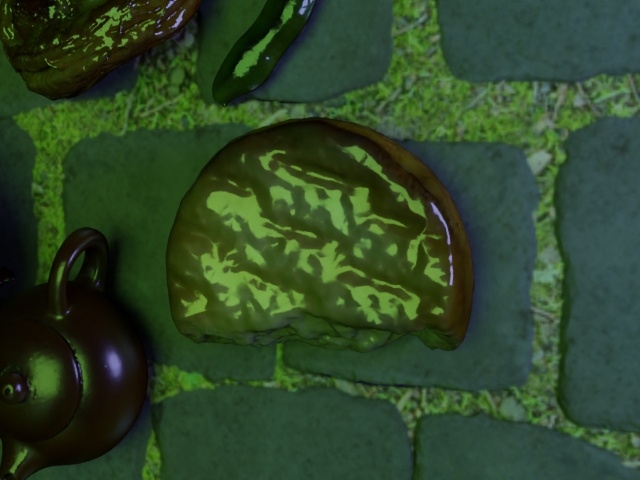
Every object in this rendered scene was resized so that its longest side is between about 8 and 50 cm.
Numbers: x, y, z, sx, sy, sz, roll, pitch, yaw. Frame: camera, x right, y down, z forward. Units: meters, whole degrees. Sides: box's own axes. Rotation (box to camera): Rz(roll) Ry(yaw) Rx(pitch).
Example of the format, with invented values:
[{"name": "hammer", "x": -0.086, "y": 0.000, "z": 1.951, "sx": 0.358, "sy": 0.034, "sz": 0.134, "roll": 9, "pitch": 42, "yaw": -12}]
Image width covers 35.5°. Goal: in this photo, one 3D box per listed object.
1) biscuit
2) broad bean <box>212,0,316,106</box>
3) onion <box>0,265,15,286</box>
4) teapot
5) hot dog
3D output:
[{"name": "biscuit", "x": 0.001, "y": 0.000, "z": 0.872, "sx": 0.274, "sy": 0.091, "sz": 0.213, "roll": 6, "pitch": 98, "yaw": 21}, {"name": "broad bean", "x": -0.035, "y": -0.221, "z": 0.901, "sx": 0.069, "sy": 0.039, "sz": 0.227, "roll": 24, "pitch": 100, "yaw": 11}, {"name": "onion", "x": -0.440, "y": 0.017, "z": 0.937, "sx": 0.276, "sy": 0.276, "sz": 0.276, "roll": 1, "pitch": 93, "yaw": 20}, {"name": "teapot", "x": -0.252, "y": 0.110, "z": 0.948, "sx": 0.178, "sy": 0.135, "sz": 0.252, "roll": 18, "pitch": 100, "yaw": 14}, {"name": "hot dog", "x": -0.210, "y": -0.223, "z": 0.934, "sx": 0.226, "sy": 0.099, "sz": 0.161, "roll": -28, "pitch": 75, "yaw": 16}]
